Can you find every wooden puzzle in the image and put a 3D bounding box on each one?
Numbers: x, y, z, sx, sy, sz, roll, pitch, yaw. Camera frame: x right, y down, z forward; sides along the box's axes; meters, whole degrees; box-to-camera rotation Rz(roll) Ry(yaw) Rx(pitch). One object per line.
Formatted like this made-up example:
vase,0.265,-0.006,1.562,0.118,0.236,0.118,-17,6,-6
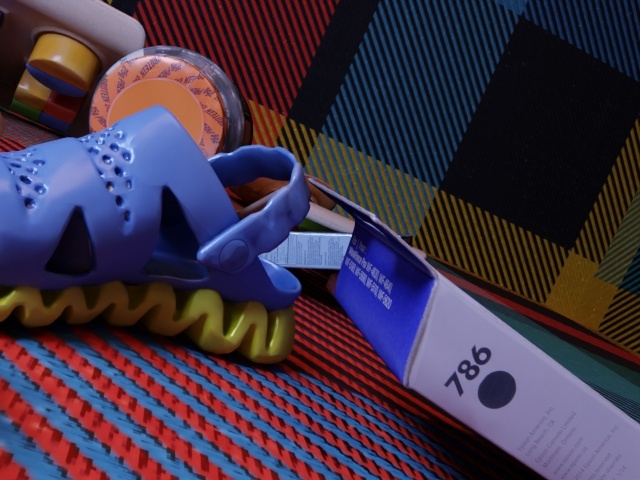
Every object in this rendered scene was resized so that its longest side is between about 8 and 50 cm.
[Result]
wooden puzzle,-0.461,-0.275,1.073,0.322,0.080,0.348,25,-28,-23
wooden puzzle,0.000,0.000,1.021,0.221,0.044,0.239,23,-12,-20

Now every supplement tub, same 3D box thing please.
supplement tub,-0.206,-0.164,1.047,0.207,0.207,0.338,24,5,-5

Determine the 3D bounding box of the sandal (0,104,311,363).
sandal,-0.120,-0.020,0.425,0.126,0.138,0.317,32,10,40

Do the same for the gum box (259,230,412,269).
gum box,0.007,0.010,0.830,0.185,0.041,0.157,2,1,11

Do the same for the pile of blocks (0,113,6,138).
pile of blocks,-0.406,-0.145,0.664,0.362,0.149,0.112,40,-29,38

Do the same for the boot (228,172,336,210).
boot,-0.035,-0.082,1.519,0.284,0.109,0.220,18,7,-38

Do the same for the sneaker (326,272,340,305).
sneaker,0.088,0.069,0.843,0.084,0.069,0.186,30,6,42

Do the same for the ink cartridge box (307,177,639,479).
ink cartridge box,0.118,0.088,0.469,0.333,0.065,0.165,37,2,-16
